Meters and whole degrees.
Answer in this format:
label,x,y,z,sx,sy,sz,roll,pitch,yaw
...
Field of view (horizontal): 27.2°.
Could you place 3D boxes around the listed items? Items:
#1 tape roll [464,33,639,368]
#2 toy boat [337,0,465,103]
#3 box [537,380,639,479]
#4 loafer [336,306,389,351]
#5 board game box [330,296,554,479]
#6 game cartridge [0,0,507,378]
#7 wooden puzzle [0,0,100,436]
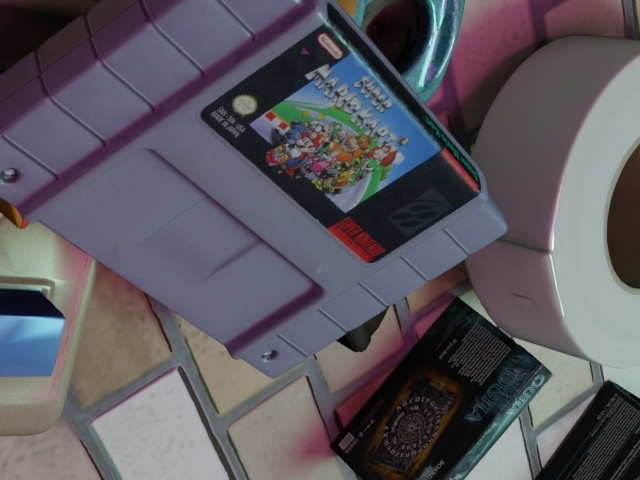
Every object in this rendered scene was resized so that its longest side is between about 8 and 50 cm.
label,x,y,z,sx,sy,sz,roll,pitch,yaw
tape roll,0.252,-0.035,1.155,0.286,0.100,0.286,-15,112,-40
toy boat,0.017,-0.209,0.878,0.267,0.148,0.318,-11,120,-41
box,0.318,0.314,1.410,0.103,0.184,0.261,30,97,-43
loafer,0.000,0.000,1.065,0.078,0.080,0.220,-48,140,-16
board game box,0.107,0.155,1.196,0.186,0.126,0.026,-49,134,0
game cartridge,-0.038,-0.040,0.871,0.230,0.068,0.355,-30,141,16
wooden puzzle,-0.272,-0.003,0.850,0.322,0.080,0.347,5,114,-39
